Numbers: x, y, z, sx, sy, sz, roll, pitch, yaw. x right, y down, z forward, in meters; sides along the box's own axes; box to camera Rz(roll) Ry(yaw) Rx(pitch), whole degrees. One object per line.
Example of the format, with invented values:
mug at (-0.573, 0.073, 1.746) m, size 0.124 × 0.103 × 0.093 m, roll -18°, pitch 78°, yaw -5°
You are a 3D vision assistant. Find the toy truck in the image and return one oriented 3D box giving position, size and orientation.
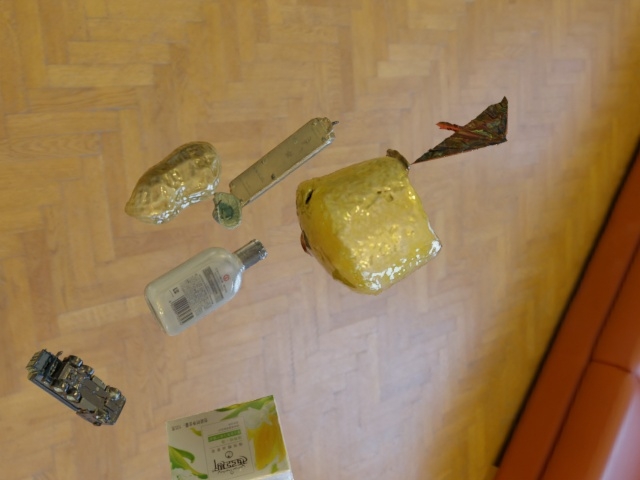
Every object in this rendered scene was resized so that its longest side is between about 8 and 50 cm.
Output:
toy truck at (-0.477, 0.287, 1.326) m, size 0.201 × 0.088 × 0.074 m, roll 50°, pitch 40°, yaw -32°

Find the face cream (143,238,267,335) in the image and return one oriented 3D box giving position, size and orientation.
face cream at (-0.251, 0.088, 1.551) m, size 0.291 × 0.071 × 0.143 m, roll -34°, pitch 122°, yaw -24°

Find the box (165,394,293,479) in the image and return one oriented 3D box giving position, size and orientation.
box at (-0.205, 0.483, 1.548) m, size 0.261 × 0.194 × 0.111 m, roll -12°, pitch 139°, yaw -10°

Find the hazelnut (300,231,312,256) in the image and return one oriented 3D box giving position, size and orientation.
hazelnut at (0.000, 0.000, 1.479) m, size 0.086 × 0.086 × 0.086 m, roll -6°, pitch 100°, yaw -40°

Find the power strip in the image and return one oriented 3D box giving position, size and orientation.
power strip at (-0.080, -0.169, 1.461) m, size 0.064 × 0.305 × 0.044 m, roll 58°, pitch 24°, yaw 5°

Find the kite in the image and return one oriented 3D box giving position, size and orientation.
kite at (0.266, -0.195, 1.246) m, size 0.232 × 0.189 × 0.009 m, roll -36°, pitch 122°, yaw -12°

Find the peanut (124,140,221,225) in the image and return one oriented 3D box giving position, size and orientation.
peanut at (-0.216, -0.084, 1.044) m, size 0.093 × 0.083 × 0.194 m, roll 35°, pitch 47°, yaw 3°

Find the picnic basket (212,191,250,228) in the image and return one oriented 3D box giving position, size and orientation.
picnic basket at (-0.187, -0.064, 1.372) m, size 0.065 × 0.083 × 0.083 m, roll 4°, pitch 67°, yaw -36°

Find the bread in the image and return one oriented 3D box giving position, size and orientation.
bread at (0.060, -0.021, 0.946) m, size 0.171 × 0.197 × 0.197 m, roll -28°, pitch 117°, yaw -2°
